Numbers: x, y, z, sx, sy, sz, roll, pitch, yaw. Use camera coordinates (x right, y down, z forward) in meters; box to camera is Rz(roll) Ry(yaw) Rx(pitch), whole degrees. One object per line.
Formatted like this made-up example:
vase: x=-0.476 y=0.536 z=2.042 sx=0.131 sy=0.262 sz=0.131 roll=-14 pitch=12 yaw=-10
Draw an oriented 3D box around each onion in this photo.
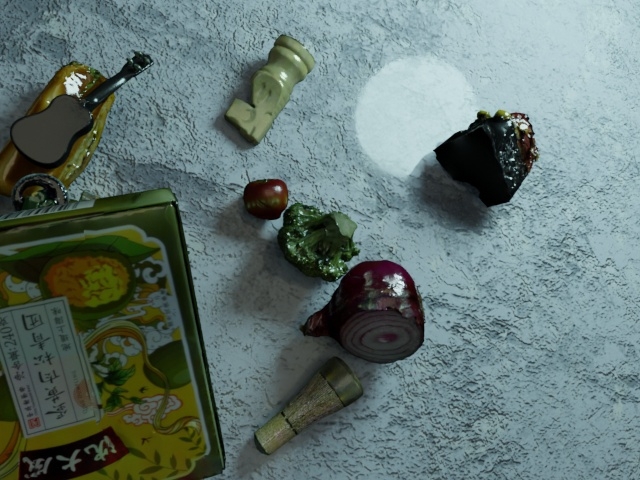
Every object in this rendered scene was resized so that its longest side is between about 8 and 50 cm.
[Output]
onion: x=0.070 y=0.124 z=0.830 sx=0.218 sy=0.195 sz=0.139 roll=-9 pitch=54 yaw=10

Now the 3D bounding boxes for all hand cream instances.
hand cream: x=-0.025 y=0.291 z=0.809 sx=0.203 sy=0.084 sz=0.084 roll=-36 pitch=90 yaw=-14

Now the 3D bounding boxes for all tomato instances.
tomato: x=-0.099 y=-0.074 z=0.856 sx=0.087 sy=0.087 sz=0.075 roll=-8 pitch=108 yaw=-17

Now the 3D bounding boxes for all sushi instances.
sushi: x=0.366 y=-0.188 z=0.975 sx=0.172 sy=0.153 sz=0.150 roll=46 pitch=67 yaw=-13

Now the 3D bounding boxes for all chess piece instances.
chess piece: x=-0.099 y=-0.285 z=0.905 sx=0.090 sy=0.090 sz=0.200 roll=34 pitch=84 yaw=-7

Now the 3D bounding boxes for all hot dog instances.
hot dog: x=-0.432 y=-0.177 z=0.786 sx=0.115 sy=0.072 sz=0.268 roll=28 pitch=72 yaw=-9

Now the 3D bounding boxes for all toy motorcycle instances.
toy motorcycle: x=-0.356 y=0.020 z=0.742 sx=0.275 sy=0.125 sz=0.186 roll=20 pitch=86 yaw=-16

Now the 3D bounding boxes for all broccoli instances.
broccoli: x=0.000 y=0.000 z=0.845 sx=0.162 sy=0.138 sz=0.145 roll=32 pitch=48 yaw=-31

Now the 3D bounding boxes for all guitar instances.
guitar: x=-0.371 y=-0.227 z=0.763 sx=0.084 sy=0.038 sz=0.271 roll=43 pitch=68 yaw=-12

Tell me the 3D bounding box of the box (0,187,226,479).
box: x=-0.348 y=0.160 z=0.637 sx=0.374 sy=0.138 sz=0.419 roll=-11 pitch=104 yaw=-17
